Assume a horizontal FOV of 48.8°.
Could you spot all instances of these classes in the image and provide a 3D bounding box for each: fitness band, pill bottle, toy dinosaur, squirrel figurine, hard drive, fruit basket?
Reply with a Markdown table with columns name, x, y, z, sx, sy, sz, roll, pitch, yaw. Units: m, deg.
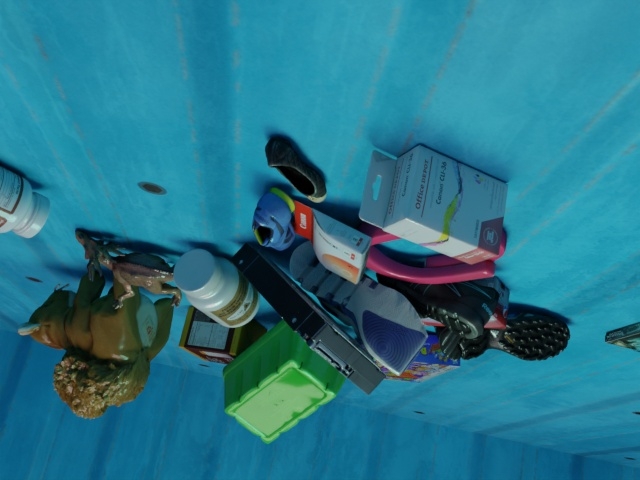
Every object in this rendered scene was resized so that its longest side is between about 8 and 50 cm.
| name | x | y | z | sx | sy | sz | roll | pitch | yaw |
| --- | --- | --- | --- | --- | --- | --- | --- | --- | --- |
| fitness band | 0.189 | 0.011 | 1.249 | 0.209 | 0.054 | 0.291 | 29 | 153 | -33 |
| pill bottle | -0.635 | -0.088 | 1.344 | 0.121 | 0.121 | 0.216 | -5 | 154 | 38 |
| toy dinosaur | -0.426 | 0.066 | 1.647 | 0.295 | 0.127 | 0.200 | 2 | 151 | 12 |
| squirrel figurine | -0.640 | 0.282 | 1.936 | 0.370 | 0.397 | 0.281 | -4 | 161 | 15 |
| hard drive | -0.029 | 0.152 | 1.440 | 0.237 | 0.064 | 0.339 | 45 | 178 | -41 |
| fruit basket | -0.073 | 0.358 | 2.040 | 0.283 | 0.392 | 0.392 | 41 | 151 | -15 |
| pill bottle | -0.238 | 0.108 | 1.625 | 0.131 | 0.131 | 0.229 | 4 | 158 | 21 |

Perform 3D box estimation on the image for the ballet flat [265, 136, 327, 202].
| name | x | y | z | sx | sy | sz | roll | pitch | yaw |
| --- | --- | --- | --- | --- | --- | --- | --- | --- | --- |
| ballet flat | -0.040 | -0.098 | 1.083 | 0.057 | 0.049 | 0.173 | 2 | 157 | 28 |

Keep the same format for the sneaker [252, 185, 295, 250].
| name | x | y | z | sx | sy | sz | roll | pitch | yaw |
| --- | --- | --- | --- | --- | --- | --- | --- | --- | --- |
| sneaker | -0.091 | -0.019 | 1.252 | 0.069 | 0.082 | 0.209 | 35 | 162 | 10 |

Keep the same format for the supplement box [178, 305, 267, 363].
| name | x | y | z | sx | sy | sz | roll | pitch | yaw |
| --- | --- | --- | --- | --- | --- | --- | --- | --- | --- |
| supplement box | -0.296 | 0.299 | 2.165 | 0.194 | 0.129 | 0.191 | 4 | 159 | 20 |

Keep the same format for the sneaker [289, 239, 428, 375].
| name | x | y | z | sx | sy | sz | roll | pitch | yaw |
| --- | --- | --- | --- | --- | --- | --- | --- | --- | --- |
| sneaker | 0.083 | 0.126 | 1.440 | 0.315 | 0.127 | 0.182 | 42 | 179 | 12 |

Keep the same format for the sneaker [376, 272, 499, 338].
| name | x | y | z | sx | sy | sz | roll | pitch | yaw |
| --- | --- | --- | --- | --- | --- | --- | --- | --- | --- |
| sneaker | 0.228 | 0.104 | 1.394 | 0.267 | 0.106 | 0.101 | 24 | 152 | 40 |

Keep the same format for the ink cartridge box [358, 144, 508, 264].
| name | x | y | z | sx | sy | sz | roll | pitch | yaw |
| --- | --- | --- | --- | --- | --- | --- | --- | --- | --- |
| ink cartridge box | 0.160 | -0.054 | 0.991 | 0.198 | 0.115 | 0.067 | 19 | 159 | -21 |

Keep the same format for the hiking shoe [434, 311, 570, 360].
| name | x | y | z | sx | sy | sz | roll | pitch | yaw |
| --- | --- | --- | --- | --- | --- | --- | --- | --- | --- |
| hiking shoe | 0.398 | 0.190 | 1.561 | 0.304 | 0.113 | 0.132 | 3 | -159 | -10 |

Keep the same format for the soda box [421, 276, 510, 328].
| name | x | y | z | sx | sy | sz | roll | pitch | yaw |
| --- | --- | --- | --- | --- | --- | --- | --- | --- | --- |
| soda box | 0.251 | 0.128 | 1.471 | 0.263 | 0.083 | 0.092 | -3 | 155 | 34 |

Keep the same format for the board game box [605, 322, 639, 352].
| name | x | y | z | sx | sy | sz | roll | pitch | yaw |
| --- | --- | --- | --- | --- | --- | --- | --- | --- | --- |
| board game box | 0.712 | 0.205 | 1.495 | 0.126 | 0.026 | 0.186 | 14 | 160 | -8 |

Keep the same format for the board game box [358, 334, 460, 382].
| name | x | y | z | sx | sy | sz | roll | pitch | yaw |
| --- | --- | --- | --- | --- | --- | --- | --- | --- | --- |
| board game box | 0.224 | 0.333 | 1.998 | 0.233 | 0.078 | 0.347 | 7 | 161 | -8 |

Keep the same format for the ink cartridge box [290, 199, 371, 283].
| name | x | y | z | sx | sy | sz | roll | pitch | yaw |
| --- | --- | --- | --- | --- | --- | --- | --- | --- | --- |
| ink cartridge box | 0.000 | 0.000 | 1.257 | 0.179 | 0.045 | 0.145 | 24 | 158 | 9 |
